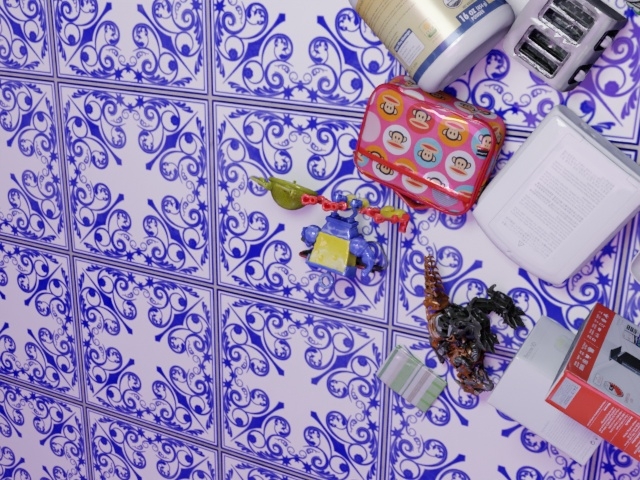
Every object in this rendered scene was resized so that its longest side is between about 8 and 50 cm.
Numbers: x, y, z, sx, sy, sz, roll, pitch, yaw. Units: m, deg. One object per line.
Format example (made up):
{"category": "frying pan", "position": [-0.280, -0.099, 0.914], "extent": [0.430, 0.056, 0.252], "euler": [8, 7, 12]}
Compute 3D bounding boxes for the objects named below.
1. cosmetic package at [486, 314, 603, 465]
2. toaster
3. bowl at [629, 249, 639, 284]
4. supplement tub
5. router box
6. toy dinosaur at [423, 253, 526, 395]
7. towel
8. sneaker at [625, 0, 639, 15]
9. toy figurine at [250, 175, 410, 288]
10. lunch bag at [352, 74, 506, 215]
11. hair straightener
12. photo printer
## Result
{"category": "cosmetic package", "position": [0.496, 0.298, 1.731], "extent": [0.224, 0.224, 0.138], "euler": [31, 120, 16]}
{"category": "toaster", "position": [0.451, -0.395, 1.583], "extent": [0.185, 0.110, 0.168], "euler": [41, 121, 11]}
{"category": "bowl", "position": [0.690, 0.050, 1.630], "extent": [0.142, 0.053, 0.142], "euler": [46, 123, 21]}
{"category": "supplement tub", "position": [0.194, -0.470, 1.626], "extent": [0.316, 0.228, 0.228], "euler": [51, 123, 4]}
{"category": "router box", "position": [0.610, 0.285, 1.600], "extent": [0.301, 0.335, 0.082], "euler": [32, 119, 14]}
{"category": "toy dinosaur", "position": [0.304, 0.192, 1.854], "extent": [0.322, 0.164, 0.218], "euler": [48, 142, -19]}
{"category": "towel", "position": [0.218, 0.330, 2.019], "extent": [0.152, 0.023, 0.113], "euler": [36, 123, 11]}
{"category": "sneaker", "position": [0.534, -0.476, 1.446], "extent": [0.343, 0.146, 0.134], "euler": [29, 101, 20]}
{"category": "toy figurine", "position": [0.000, 0.000, 1.893], "extent": [0.362, 0.191, 0.217], "euler": [17, 102, 23]}
{"category": "lunch bag", "position": [0.221, -0.186, 1.783], "extent": [0.293, 0.120, 0.258], "euler": [26, 122, 18]}
{"category": "hair straightener", "position": [0.056, 0.021, 1.979], "extent": [0.230, 0.047, 0.089], "euler": [16, 113, 26]}
{"category": "photo printer", "position": [0.472, -0.076, 1.683], "extent": [0.256, 0.107, 0.307], "euler": [41, 122, 9]}
